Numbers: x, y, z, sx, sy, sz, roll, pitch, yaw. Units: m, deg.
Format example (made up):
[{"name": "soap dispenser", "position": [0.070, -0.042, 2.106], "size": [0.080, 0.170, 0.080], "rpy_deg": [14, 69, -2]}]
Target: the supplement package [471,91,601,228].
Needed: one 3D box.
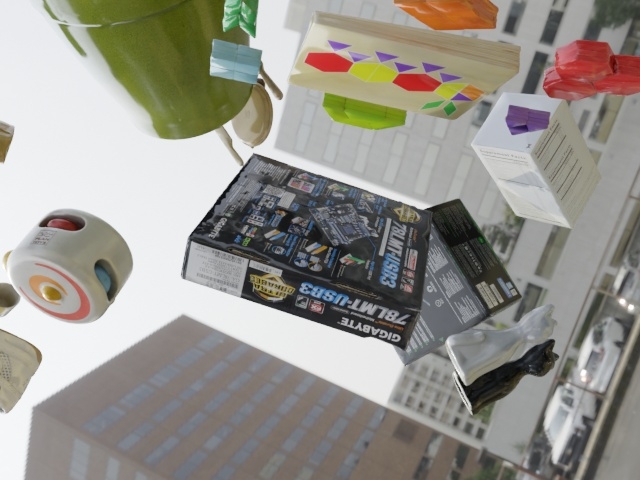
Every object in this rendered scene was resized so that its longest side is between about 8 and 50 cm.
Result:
[{"name": "supplement package", "position": [0.424, -0.155, 1.329], "size": [0.134, 0.139, 0.244], "rpy_deg": [-56, -48, -13]}]

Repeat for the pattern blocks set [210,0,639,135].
[{"name": "pattern blocks set", "position": [0.070, -0.148, 0.587], "size": [0.285, 0.324, 0.026], "rpy_deg": [165, 115, -69]}]

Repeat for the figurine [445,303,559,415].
[{"name": "figurine", "position": [0.351, 0.213, 1.280], "size": [0.209, 0.092, 0.215], "rpy_deg": [-24, -40, 0]}]

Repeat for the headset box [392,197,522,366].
[{"name": "headset box", "position": [0.226, 0.095, 1.432], "size": [0.131, 0.246, 0.283], "rpy_deg": [-16, -19, -44]}]

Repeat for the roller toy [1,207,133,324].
[{"name": "roller toy", "position": [-0.454, 0.051, 1.235], "size": [0.191, 0.209, 0.146], "rpy_deg": [-39, 19, 42]}]

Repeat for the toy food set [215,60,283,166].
[{"name": "toy food set", "position": [-0.128, -0.246, 1.319], "size": [0.038, 0.132, 0.192], "rpy_deg": [-9, -33, -45]}]

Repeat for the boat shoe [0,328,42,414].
[{"name": "boat shoe", "position": [-0.460, 0.115, 0.767], "size": [0.098, 0.277, 0.096], "rpy_deg": [-35, 33, 46]}]

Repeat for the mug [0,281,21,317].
[{"name": "mug", "position": [-0.669, 0.126, 1.414], "size": [0.064, 0.078, 0.062], "rpy_deg": [-43, 39, 40]}]

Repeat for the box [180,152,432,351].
[{"name": "box", "position": [0.000, 0.000, 0.936], "size": [0.295, 0.293, 0.073], "rpy_deg": [-68, -3, -60]}]

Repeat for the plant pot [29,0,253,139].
[{"name": "plant pot", "position": [-0.267, -0.371, 1.136], "size": [0.366, 0.366, 0.353], "rpy_deg": [-59, -27, -29]}]

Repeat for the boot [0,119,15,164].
[{"name": "boot", "position": [-0.679, -0.198, 1.186], "size": [0.089, 0.269, 0.236], "rpy_deg": [-55, 33, 21]}]
